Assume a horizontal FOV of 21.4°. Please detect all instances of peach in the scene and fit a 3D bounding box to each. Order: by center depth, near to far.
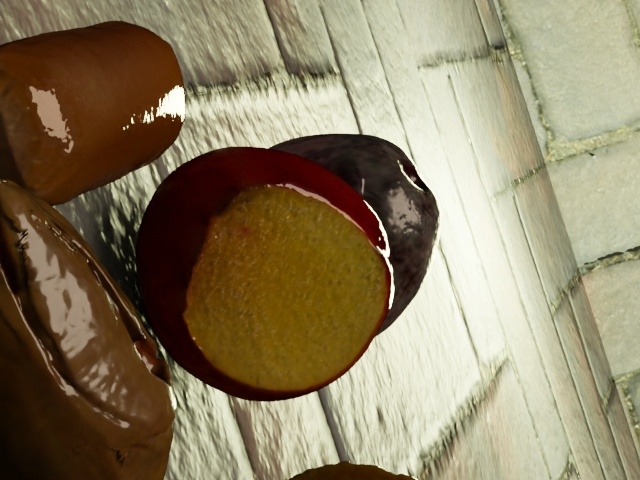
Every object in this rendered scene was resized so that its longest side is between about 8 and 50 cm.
[{"bbox_3d":[-0.040,0.022,1.229,0.192,0.190,0.190,61,14,-81],"label":"peach"}]

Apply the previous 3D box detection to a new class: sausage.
[{"bbox_3d":[-0.158,-0.086,1.105,0.274,0.105,0.105,-41,113,-72],"label":"sausage"}]

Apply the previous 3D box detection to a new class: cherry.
[{"bbox_3d":[0.009,-0.005,1.414,0.195,0.195,0.195,-17,90,-74],"label":"cherry"}]

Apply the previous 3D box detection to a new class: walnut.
[{"bbox_3d":[-0.161,0.058,0.912,0.245,0.137,0.137,56,21,-19],"label":"walnut"}]

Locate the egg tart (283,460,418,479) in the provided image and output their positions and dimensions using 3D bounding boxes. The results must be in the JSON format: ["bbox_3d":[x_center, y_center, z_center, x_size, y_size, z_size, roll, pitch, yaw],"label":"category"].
[{"bbox_3d":[0.028,0.256,1.208,0.171,0.215,0.215,-19,92,-84],"label":"egg tart"}]
